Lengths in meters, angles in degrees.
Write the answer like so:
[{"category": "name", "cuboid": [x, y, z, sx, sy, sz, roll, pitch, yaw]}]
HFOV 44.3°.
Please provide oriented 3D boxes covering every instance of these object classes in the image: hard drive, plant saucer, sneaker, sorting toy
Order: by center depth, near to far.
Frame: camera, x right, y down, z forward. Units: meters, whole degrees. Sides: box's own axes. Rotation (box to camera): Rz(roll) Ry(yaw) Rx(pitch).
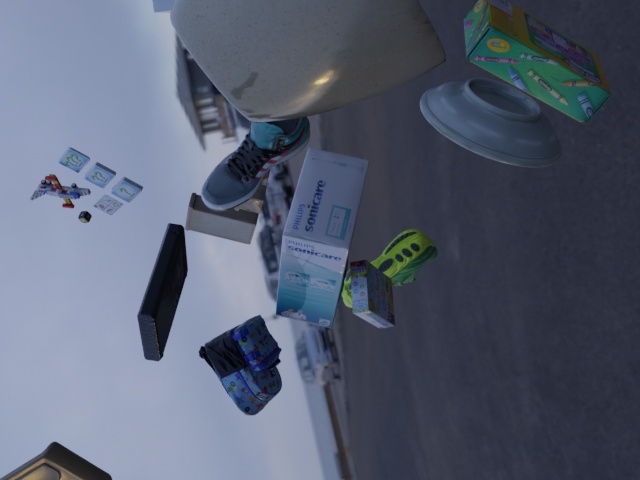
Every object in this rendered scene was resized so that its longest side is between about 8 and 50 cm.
[{"category": "hard drive", "cuboid": [-0.183, 0.061, 0.923, 0.094, 0.022, 0.135, 97, -179, -49]}, {"category": "sorting toy", "cuboid": [-0.521, 0.505, 1.512, 0.041, 0.229, 0.307, 52, 175, 40]}, {"category": "sneaker", "cuboid": [-0.134, -0.195, 1.642, 0.124, 0.295, 0.178, 41, 161, 15]}, {"category": "sneaker", "cuboid": [0.173, 0.089, 1.974, 0.124, 0.296, 0.109, 28, -142, -38]}, {"category": "plant saucer", "cuboid": [0.466, -0.338, 2.081, 0.400, 0.401, 0.100, -107, 31, -51]}]

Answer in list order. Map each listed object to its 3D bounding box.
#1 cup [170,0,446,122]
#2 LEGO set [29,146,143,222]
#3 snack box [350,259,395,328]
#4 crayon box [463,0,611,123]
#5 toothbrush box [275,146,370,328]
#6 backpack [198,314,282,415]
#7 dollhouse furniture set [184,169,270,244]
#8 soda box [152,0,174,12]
[{"category": "cup", "cuboid": [-0.041, -0.282, 0.960, 0.331, 0.237, 0.331, 52, -171, -11]}, {"category": "LEGO set", "cuboid": [-0.537, -0.103, 1.784, 0.244, 0.183, 0.060, -29, 39, 48]}, {"category": "snack box", "cuboid": [0.101, 0.105, 1.505, 0.141, 0.037, 0.100, 36, -134, -58]}, {"category": "crayon box", "cuboid": [0.415, -0.355, 1.519, 0.081, 0.279, 0.165, -54, 17, 38]}, {"category": "toothbrush box", "cuboid": [0.000, 0.000, 1.527, 0.295, 0.126, 0.216, 98, -174, -54]}, {"category": "backpack", "cuboid": [-0.139, 0.254, 1.579, 0.173, 0.117, 0.158, 61, -164, 5]}, {"category": "dollhouse furniture set", "cuboid": [-0.223, -0.190, 2.037, 0.303, 0.174, 0.355, 116, 165, -58]}, {"category": "soda box", "cuboid": [-0.154, -0.401, 1.226, 0.074, 0.216, 0.069, -39, -55, -66]}]
